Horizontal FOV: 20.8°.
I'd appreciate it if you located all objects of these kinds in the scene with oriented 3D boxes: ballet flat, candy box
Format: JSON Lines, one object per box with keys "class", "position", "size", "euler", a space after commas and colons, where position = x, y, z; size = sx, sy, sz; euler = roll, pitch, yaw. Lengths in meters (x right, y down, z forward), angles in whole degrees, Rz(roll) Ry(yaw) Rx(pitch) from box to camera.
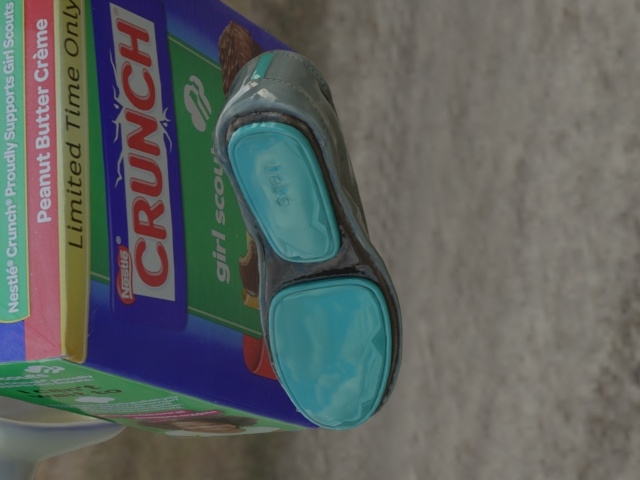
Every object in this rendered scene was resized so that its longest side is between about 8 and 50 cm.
{"class": "ballet flat", "position": [0.000, 0.000, 0.859], "size": [0.068, 0.072, 0.213], "euler": [-80, -19, -49]}
{"class": "candy box", "position": [-0.119, -0.029, 1.071], "size": [0.317, 0.122, 0.268], "euler": [24, -120, -60]}

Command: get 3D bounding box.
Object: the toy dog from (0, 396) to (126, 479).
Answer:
{"class": "toy dog", "position": [-0.350, 0.265, 1.178], "size": [0.395, 0.285, 0.407], "euler": [-36, -33, -76]}
